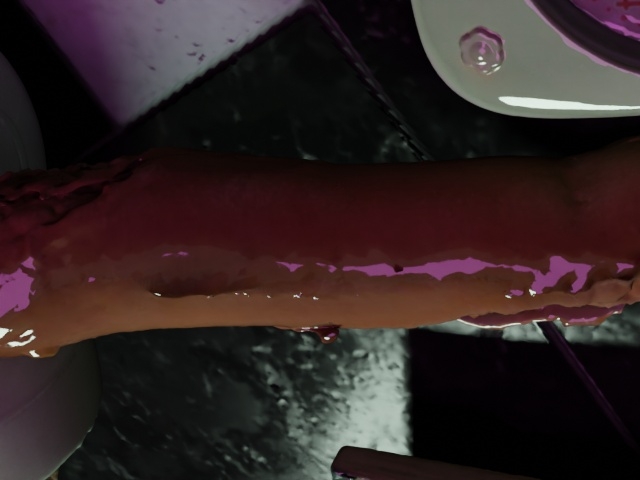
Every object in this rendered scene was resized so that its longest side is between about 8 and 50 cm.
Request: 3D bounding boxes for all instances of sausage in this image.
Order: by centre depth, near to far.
[{"bbox_3d":[0.000,0.001,0.450,0.304,0.078,0.078,-3,123,0],"label":"sausage"}]

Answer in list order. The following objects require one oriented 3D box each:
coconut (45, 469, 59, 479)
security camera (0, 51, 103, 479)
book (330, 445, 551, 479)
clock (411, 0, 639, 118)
[{"bbox_3d":[-0.218,0.131,0.671,0.122,0.116,0.116,14,127,18],"label":"coconut"},{"bbox_3d":[-0.213,-0.003,0.534,0.194,0.194,0.236,-1,117,28],"label":"security camera"},{"bbox_3d":[0.124,0.213,0.593,0.215,0.025,0.283,6,133,25],"label":"book"},{"bbox_3d":[0.117,-0.114,0.369,0.191,0.062,0.151,3,122,24],"label":"clock"}]
